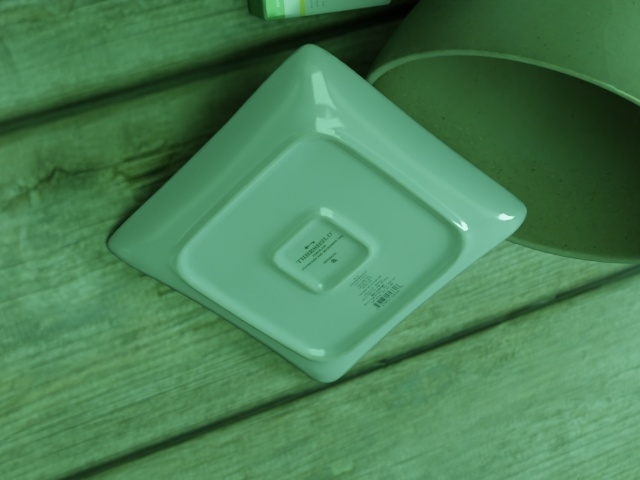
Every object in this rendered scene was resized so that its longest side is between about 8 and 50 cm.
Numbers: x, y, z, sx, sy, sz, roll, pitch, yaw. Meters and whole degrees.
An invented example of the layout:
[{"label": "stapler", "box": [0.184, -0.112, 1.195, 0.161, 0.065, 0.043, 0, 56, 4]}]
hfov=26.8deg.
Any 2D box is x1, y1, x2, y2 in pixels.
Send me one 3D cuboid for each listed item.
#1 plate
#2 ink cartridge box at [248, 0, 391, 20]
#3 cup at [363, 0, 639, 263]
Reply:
[{"label": "plate", "box": [0.000, 0.000, 1.188, 0.278, 0.045, 0.277, 34, 117, -28]}, {"label": "ink cartridge box", "box": [0.045, -0.294, 1.187, 0.235, 0.056, 0.171, -11, 108, -18]}, {"label": "cup", "box": [0.226, -0.160, 1.185, 0.331, 0.331, 0.237, 35, 66, -28]}]
